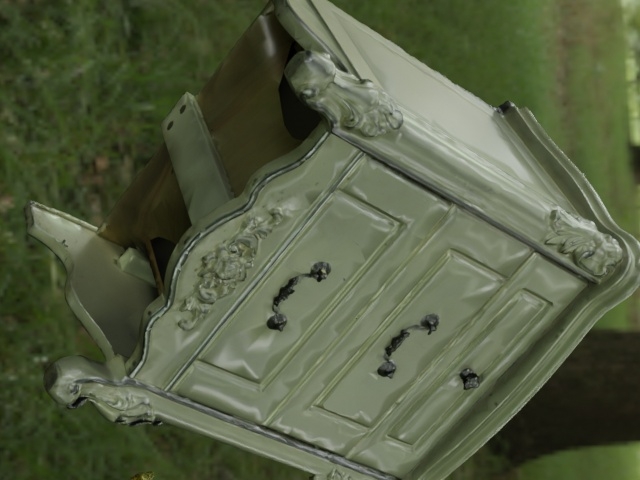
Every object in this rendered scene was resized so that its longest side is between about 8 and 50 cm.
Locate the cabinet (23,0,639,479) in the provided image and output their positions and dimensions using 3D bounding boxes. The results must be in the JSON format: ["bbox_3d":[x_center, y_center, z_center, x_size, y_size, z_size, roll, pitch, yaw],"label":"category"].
[{"bbox_3d":[0.000,0.000,0.918,0.318,0.290,0.227,27,23,-34],"label":"cabinet"}]

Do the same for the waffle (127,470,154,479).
[{"bbox_3d":[-0.154,0.194,0.936,0.016,0.078,0.085,54,-2,4],"label":"waffle"}]
